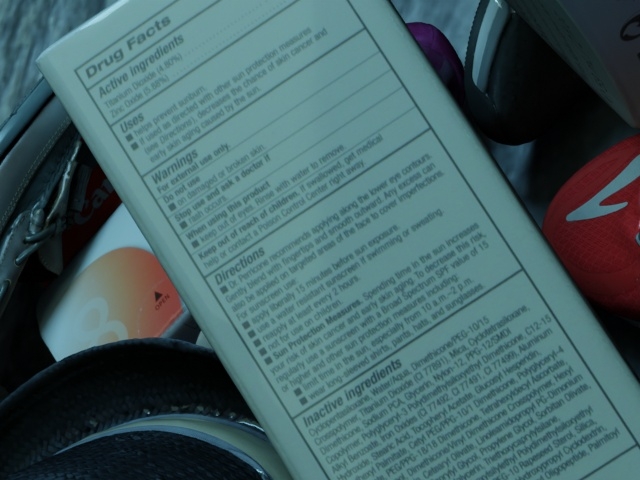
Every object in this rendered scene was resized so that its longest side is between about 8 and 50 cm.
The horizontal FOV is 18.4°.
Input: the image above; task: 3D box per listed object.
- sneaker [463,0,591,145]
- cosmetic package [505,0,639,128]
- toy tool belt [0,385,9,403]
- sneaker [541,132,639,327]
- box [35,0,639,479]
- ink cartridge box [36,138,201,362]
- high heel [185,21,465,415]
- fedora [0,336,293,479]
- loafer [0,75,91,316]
[{"bbox_3d":[0.168,-0.130,0.915,0.132,0.086,0.229,32,93,36],"label":"sneaker"},{"bbox_3d":[0.115,-0.179,0.831,0.151,0.151,0.184,-42,59,3],"label":"cosmetic package"},{"bbox_3d":[-0.203,0.088,1.125,0.051,0.052,0.083,105,154,-52],"label":"toy tool belt"},{"bbox_3d":[0.170,-0.013,0.816,0.279,0.118,0.107,1,82,60],"label":"sneaker"},{"bbox_3d":[0.025,0.017,0.856,0.148,0.121,0.311,-32,80,6],"label":"box"},{"bbox_3d":[-0.109,-0.009,1.096,0.145,0.045,0.179,-47,56,12],"label":"ink cartridge box"},{"bbox_3d":[0.000,0.000,1.017,0.117,0.082,0.244,-80,13,-69],"label":"high heel"},{"bbox_3d":[-0.125,0.207,0.929,0.334,0.152,0.334,-3,83,28],"label":"fedora"},{"bbox_3d":[-0.186,0.019,1.092,0.267,0.084,0.096,-56,6,-19],"label":"loafer"}]
